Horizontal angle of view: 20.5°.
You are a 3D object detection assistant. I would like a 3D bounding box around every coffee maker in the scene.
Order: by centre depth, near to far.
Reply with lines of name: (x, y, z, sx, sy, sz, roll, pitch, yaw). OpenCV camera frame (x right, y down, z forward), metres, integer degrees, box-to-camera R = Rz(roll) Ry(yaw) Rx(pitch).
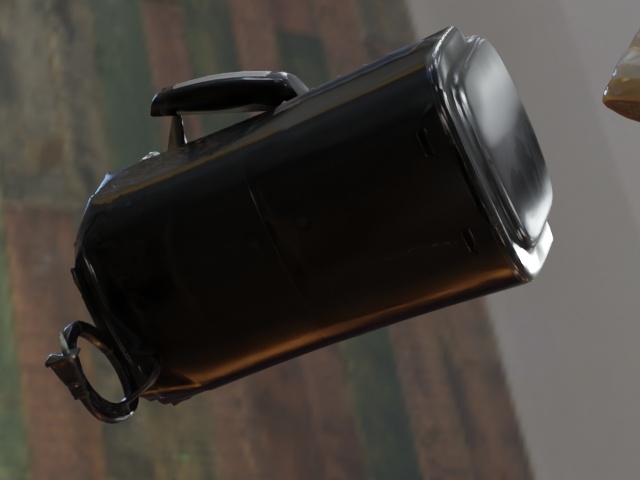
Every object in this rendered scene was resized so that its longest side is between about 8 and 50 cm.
coffee maker: (0.000, 0.000, 0.743, 0.178, 0.120, 0.171, -21, -144, 23)

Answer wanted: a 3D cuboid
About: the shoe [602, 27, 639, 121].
shoe: (0.252, -0.085, 0.991, 0.219, 0.076, 0.058, 17, -100, 46)
